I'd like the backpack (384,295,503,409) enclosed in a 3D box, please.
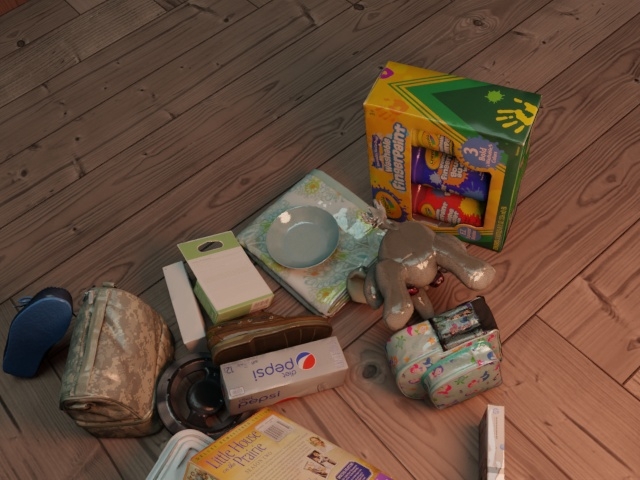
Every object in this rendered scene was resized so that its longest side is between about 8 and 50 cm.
[{"bbox_3d":[0.280,0.263,1.456,0.254,0.225,0.191,-18,55,6],"label":"backpack"}]

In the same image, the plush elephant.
[{"bbox_3d":[0.211,0.086,1.565,0.272,0.255,0.330,-30,58,-10],"label":"plush elephant"}]

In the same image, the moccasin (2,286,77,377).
[{"bbox_3d":[-0.701,0.204,1.585,0.342,0.138,0.116,-43,33,32],"label":"moccasin"}]

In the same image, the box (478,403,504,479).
[{"bbox_3d":[0.357,0.458,1.361,0.038,0.145,0.186,4,57,7],"label":"box"}]

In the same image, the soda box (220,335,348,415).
[{"bbox_3d":[-0.086,0.315,1.510,0.286,0.098,0.091,-11,55,-17],"label":"soda box"}]

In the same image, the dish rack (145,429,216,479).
[{"bbox_3d":[-0.252,0.585,1.337,0.286,0.072,0.332,31,60,-1],"label":"dish rack"}]

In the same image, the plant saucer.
[{"bbox_3d":[-0.044,-0.002,1.687,0.195,0.037,0.194,-5,57,7],"label":"plant saucer"}]

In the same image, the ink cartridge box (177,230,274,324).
[{"bbox_3d":[-0.252,0.092,1.689,0.171,0.056,0.235,-16,56,-36],"label":"ink cartridge box"}]

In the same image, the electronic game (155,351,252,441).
[{"bbox_3d":[-0.270,0.370,1.522,0.229,0.048,0.229,12,53,-17],"label":"electronic game"}]

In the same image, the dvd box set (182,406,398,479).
[{"bbox_3d":[-0.021,0.506,1.313,0.421,0.308,0.062,23,105,20],"label":"dvd box set"}]

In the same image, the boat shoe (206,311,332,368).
[{"bbox_3d":[-0.126,0.218,1.586,0.307,0.110,0.104,-8,42,-20],"label":"boat shoe"}]

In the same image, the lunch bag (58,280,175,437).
[{"bbox_3d":[-0.486,0.282,1.525,0.213,0.256,0.305,-3,56,6],"label":"lunch bag"}]

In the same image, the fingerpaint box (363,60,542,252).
[{"bbox_3d":[0.315,-0.193,1.620,0.371,0.444,0.163,19,62,18],"label":"fingerpaint box"}]

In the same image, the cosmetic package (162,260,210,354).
[{"bbox_3d":[-0.341,0.177,1.671,0.061,0.099,0.239,-21,57,-6],"label":"cosmetic package"}]

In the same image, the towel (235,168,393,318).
[{"bbox_3d":[0.000,0.000,1.750,0.320,0.090,0.374,-41,60,-19],"label":"towel"}]
